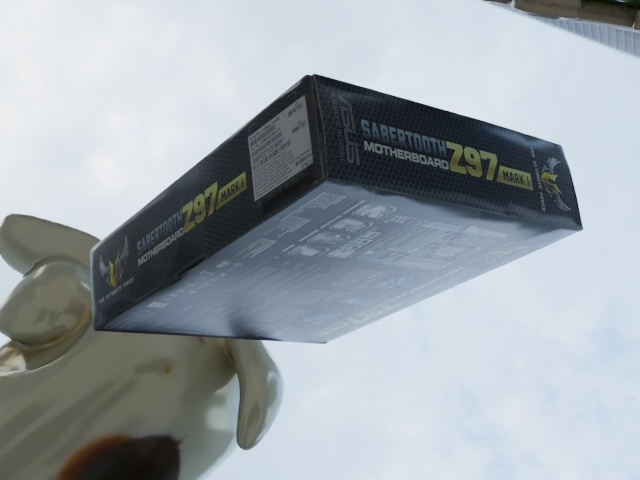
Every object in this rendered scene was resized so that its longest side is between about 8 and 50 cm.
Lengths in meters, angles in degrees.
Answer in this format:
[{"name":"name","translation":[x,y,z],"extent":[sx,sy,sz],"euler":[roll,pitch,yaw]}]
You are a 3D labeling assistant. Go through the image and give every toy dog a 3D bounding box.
[{"name":"toy dog","translation":[-0.241,0.232,0.797],"extent":[0.396,0.284,0.407],"euler":[11,-127,31]}]

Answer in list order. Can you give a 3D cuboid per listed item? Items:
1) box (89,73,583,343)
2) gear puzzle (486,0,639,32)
[{"name":"box","translation":[0.000,0.000,0.517],"extent":[0.233,0.184,0.059],"euler":[-30,-120,46]},{"name":"gear puzzle","translation":[0.166,-0.126,0.436],"extent":[0.339,0.175,0.044],"euler":[12,-71,7]}]
